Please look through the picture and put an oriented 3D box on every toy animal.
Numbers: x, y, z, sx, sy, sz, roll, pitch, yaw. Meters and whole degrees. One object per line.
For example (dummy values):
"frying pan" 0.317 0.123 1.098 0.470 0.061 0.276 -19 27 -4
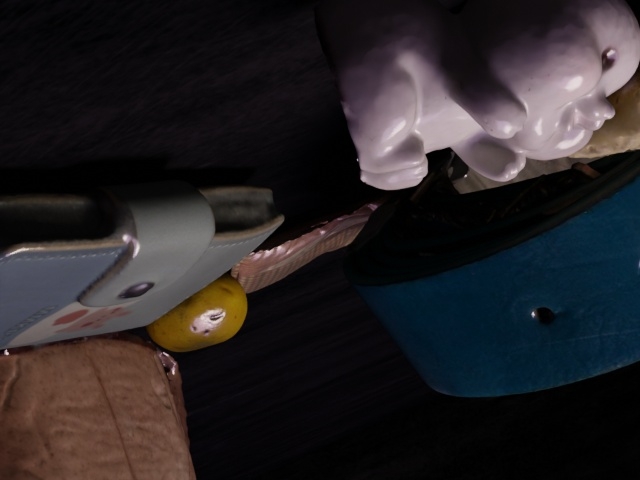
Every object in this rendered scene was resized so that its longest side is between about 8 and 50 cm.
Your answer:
"toy animal" 0.090 -0.126 0.837 0.193 0.178 0.127 -25 157 0

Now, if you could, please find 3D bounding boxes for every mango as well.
"mango" -0.123 0.071 1.333 0.103 0.076 0.161 -18 172 -3

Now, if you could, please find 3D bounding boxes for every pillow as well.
"pillow" 0.001 -0.001 1.370 0.211 0.034 0.135 -23 164 -17

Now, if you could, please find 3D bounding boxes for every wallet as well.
"wallet" -0.198 0.028 1.053 0.252 0.083 0.360 -29 167 33

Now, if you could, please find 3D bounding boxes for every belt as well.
"belt" 0.213 -0.016 1.169 0.437 0.173 0.300 -14 -152 50

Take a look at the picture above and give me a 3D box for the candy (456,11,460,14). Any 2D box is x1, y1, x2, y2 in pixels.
"candy" 0.224 -0.177 1.038 0.276 0.088 0.146 -31 166 16

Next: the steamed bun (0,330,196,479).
"steamed bun" -0.265 0.215 1.253 0.199 0.251 0.301 -24 162 29

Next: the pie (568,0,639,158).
"pie" 0.205 -0.156 0.907 0.052 0.218 0.185 21 177 -30
